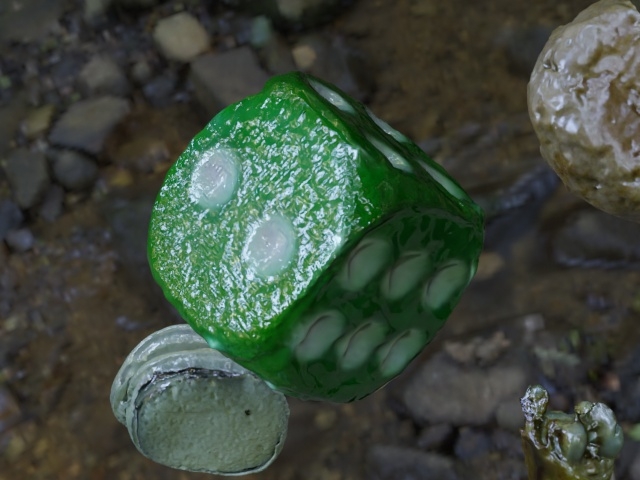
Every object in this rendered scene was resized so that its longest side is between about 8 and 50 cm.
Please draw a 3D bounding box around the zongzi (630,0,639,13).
[{"bbox_3d":[0.226,-0.173,0.561,0.218,0.467,0.500,-29,6,38],"label":"zongzi"}]

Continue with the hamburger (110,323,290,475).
[{"bbox_3d":[-0.092,0.128,1.172,0.140,0.133,0.062,15,36,-22],"label":"hamburger"}]

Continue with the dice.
[{"bbox_3d":[0.000,0.000,0.760,0.131,0.128,0.120,-53,54,11],"label":"dice"}]

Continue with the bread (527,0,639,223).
[{"bbox_3d":[0.309,-0.125,1.435,0.230,0.230,0.123,-27,-5,-12],"label":"bread"}]

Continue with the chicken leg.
[{"bbox_3d":[0.261,0.347,1.429,0.201,0.429,0.152,-11,-5,31],"label":"chicken leg"}]
